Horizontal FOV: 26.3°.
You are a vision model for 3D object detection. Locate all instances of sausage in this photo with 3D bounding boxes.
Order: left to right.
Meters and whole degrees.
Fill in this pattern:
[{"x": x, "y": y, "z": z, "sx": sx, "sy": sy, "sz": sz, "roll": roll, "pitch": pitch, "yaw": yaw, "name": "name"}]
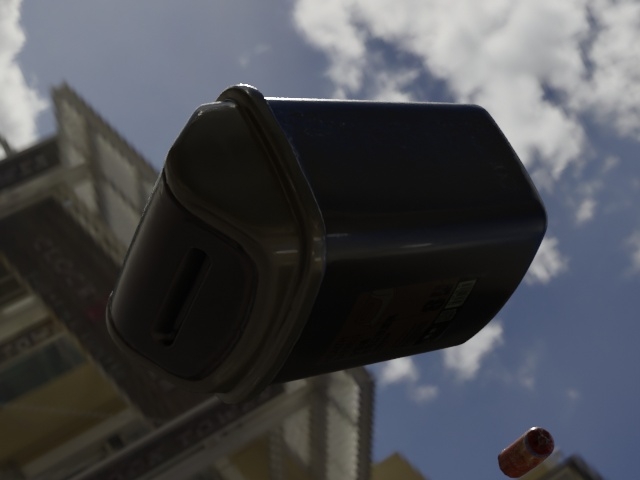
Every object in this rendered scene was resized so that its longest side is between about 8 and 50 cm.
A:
[{"x": 0.208, "y": 0.212, "z": 1.372, "sx": 0.034, "sy": 0.034, "sz": 0.129, "roll": 56, "pitch": -15, "yaw": 12, "name": "sausage"}]

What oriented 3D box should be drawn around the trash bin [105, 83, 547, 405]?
[{"x": 0.000, "y": 0.000, "z": 0.998, "sx": 0.182, "sy": 0.290, "sz": 0.209, "roll": 63, "pitch": -37, "yaw": 32, "name": "trash bin"}]
